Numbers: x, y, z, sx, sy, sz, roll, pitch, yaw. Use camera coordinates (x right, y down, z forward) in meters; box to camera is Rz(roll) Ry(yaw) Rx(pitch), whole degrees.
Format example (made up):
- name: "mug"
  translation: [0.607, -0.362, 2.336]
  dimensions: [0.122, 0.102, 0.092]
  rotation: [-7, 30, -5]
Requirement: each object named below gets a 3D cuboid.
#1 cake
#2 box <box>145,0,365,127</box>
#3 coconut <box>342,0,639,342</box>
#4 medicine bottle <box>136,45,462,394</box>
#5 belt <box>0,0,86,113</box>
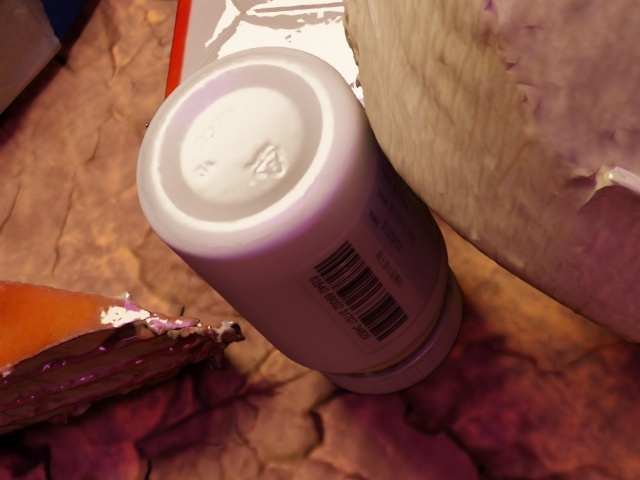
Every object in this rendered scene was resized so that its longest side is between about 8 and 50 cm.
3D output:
- name: "cake"
  translation: [-0.176, 0.071, 0.680]
  dimensions: [0.287, 0.098, 0.135]
  rotation: [-5, 61, 26]
- name: "box"
  translation: [0.013, -0.106, 0.689]
  dimensions: [0.182, 0.099, 0.133]
  rotation: [-2, 69, 21]
- name: "coconut"
  translation: [0.178, -0.137, 0.447]
  dimensions: [0.346, 0.360, 0.346]
  rotation: [1, 60, -1]
- name: "medicine bottle"
  translation: [0.000, 0.000, 0.583]
  dimensions: [0.102, 0.187, 0.103]
  rotation: [-11, 60, 19]
- name: "belt"
  translation: [-0.262, -0.201, 0.847]
  dimensions: [0.212, 0.117, 0.347]
  rotation: [18, 70, 31]
